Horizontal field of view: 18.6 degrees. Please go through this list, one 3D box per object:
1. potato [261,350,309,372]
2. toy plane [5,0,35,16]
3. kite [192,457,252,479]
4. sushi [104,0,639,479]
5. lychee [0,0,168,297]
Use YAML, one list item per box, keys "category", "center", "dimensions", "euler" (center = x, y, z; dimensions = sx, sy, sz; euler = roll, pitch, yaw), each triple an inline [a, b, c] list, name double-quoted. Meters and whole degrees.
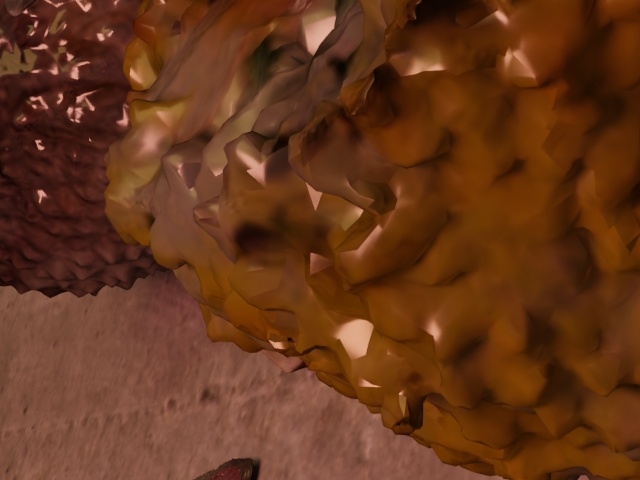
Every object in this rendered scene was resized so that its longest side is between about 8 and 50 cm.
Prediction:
- category: "potato"
  center: [0.001, -0.001, 1.018]
  dimensions: [0.122, 0.061, 0.086]
  euler: [-49, 26, 31]
- category: "toy plane"
  center: [-0.050, -0.159, 0.659]
  dimensions: [0.212, 0.088, 0.267]
  euler: [-64, 23, 6]
- category: "kite"
  center: [-0.142, 0.228, 1.139]
  dimensions: [0.360, 0.022, 0.204]
  euler: [-12, 57, 56]
- category: "sushi"
  center: [0.100, -0.109, 0.708]
  dimensions: [0.396, 0.240, 0.351]
  euler: [-55, 25, 14]
- category: "lychee"
  center: [-0.150, -0.105, 1.185]
  dimensions: [0.300, 0.300, 0.300]
  euler: [-45, 30, 37]
